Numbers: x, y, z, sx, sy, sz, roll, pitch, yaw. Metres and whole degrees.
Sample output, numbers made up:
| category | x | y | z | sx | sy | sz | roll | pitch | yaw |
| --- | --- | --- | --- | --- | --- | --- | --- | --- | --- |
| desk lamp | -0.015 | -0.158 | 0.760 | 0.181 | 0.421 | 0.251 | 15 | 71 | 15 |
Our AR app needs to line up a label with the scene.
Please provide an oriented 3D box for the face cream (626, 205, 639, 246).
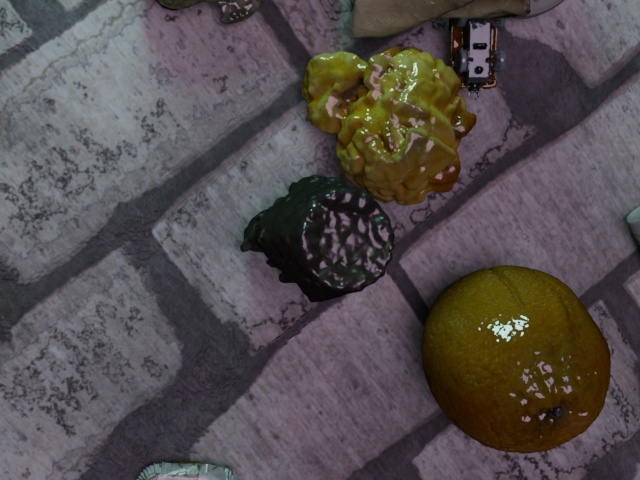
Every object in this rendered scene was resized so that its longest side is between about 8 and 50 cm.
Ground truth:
| category | x | y | z | sx | sy | sz | roll | pitch | yaw |
| --- | --- | --- | --- | --- | --- | --- | --- | --- | --- |
| face cream | 0.714 | 0.050 | 1.688 | 0.082 | 0.082 | 0.269 | -36 | 103 | -7 |

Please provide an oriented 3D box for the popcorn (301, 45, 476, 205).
| category | x | y | z | sx | sy | sz | roll | pitch | yaw |
| --- | --- | --- | --- | --- | --- | --- | --- | --- | --- |
| popcorn | 0.121 | -0.217 | 1.453 | 0.332 | 0.225 | 0.265 | 38 | 92 | -3 |

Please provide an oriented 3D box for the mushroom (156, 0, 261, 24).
| category | x | y | z | sx | sy | sz | roll | pitch | yaw |
| --- | --- | --- | --- | --- | --- | --- | --- | --- | --- |
| mushroom | -0.133 | -0.490 | 1.395 | 0.344 | 0.130 | 0.247 | -6 | 106 | -13 |

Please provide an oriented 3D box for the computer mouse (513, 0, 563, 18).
| category | x | y | z | sx | sy | sz | roll | pitch | yaw |
| --- | --- | --- | --- | --- | --- | --- | --- | --- | --- |
| computer mouse | 0.350 | -0.556 | 1.516 | 0.184 | 0.121 | 0.296 | -31 | 115 | 0 |

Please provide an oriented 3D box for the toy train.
| category | x | y | z | sx | sy | sz | roll | pitch | yaw |
| --- | --- | --- | --- | --- | --- | --- | --- | --- | --- |
| toy train | 0.276 | -0.367 | 1.515 | 0.089 | 0.127 | 0.219 | -2 | 101 | -6 |

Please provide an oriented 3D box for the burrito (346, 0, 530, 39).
| category | x | y | z | sx | sy | sz | roll | pitch | yaw |
| --- | --- | --- | --- | --- | --- | --- | --- | --- | --- |
| burrito | 0.193 | -0.449 | 1.406 | 0.332 | 0.135 | 0.190 | -2 | 74 | 16 |

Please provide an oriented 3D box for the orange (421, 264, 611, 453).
| category | x | y | z | sx | sy | sz | roll | pitch | yaw |
| --- | --- | --- | --- | --- | --- | --- | --- | --- | --- |
| orange | 0.346 | 0.209 | 1.476 | 0.322 | 0.357 | 0.322 | -4 | 110 | -12 |

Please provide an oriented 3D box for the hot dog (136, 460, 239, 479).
| category | x | y | z | sx | sy | sz | roll | pitch | yaw |
| --- | --- | --- | --- | --- | --- | --- | --- | --- | --- |
| hot dog | -0.239 | 0.452 | 1.521 | 0.192 | 0.053 | 0.099 | 6 | 94 | -11 |

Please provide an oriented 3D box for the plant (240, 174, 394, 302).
| category | x | y | z | sx | sy | sz | roll | pitch | yaw |
| --- | --- | --- | --- | --- | --- | --- | --- | --- | --- |
| plant | 0.000 | 0.000 | 1.418 | 0.199 | 0.276 | 0.188 | -44 | 108 | -15 |
